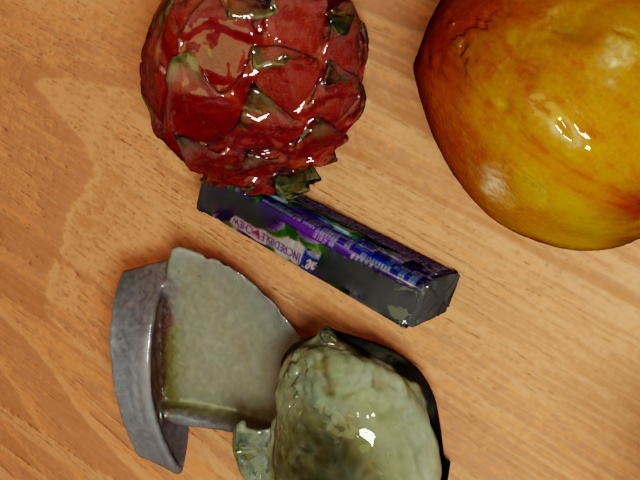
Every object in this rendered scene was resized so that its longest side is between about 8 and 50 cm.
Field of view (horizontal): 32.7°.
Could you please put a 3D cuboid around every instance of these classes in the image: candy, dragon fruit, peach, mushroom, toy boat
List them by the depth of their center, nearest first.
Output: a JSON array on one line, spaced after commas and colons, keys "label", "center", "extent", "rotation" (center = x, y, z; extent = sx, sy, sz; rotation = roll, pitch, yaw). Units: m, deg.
[{"label": "peach", "center": [0.208, -0.123, 0.935], "extent": [0.281, 0.281, 0.238], "rotation": [49, 114, 19]}, {"label": "dragon fruit", "center": [-0.064, -0.190, 1.140], "extent": [0.244, 0.244, 0.299], "rotation": [25, 116, 29]}, {"label": "mushroom", "center": [0.014, 0.272, 1.166], "extent": [0.247, 0.130, 0.344], "rotation": [17, 109, 0]}, {"label": "candy", "center": [0.000, 0.000, 1.200], "extent": [0.312, 0.088, 0.061], "rotation": [28, 110, 28]}, {"label": "toy boat", "center": [-0.130, 0.137, 1.308], "extent": [0.293, 0.111, 0.276], "rotation": [-15, 95, 25]}]
